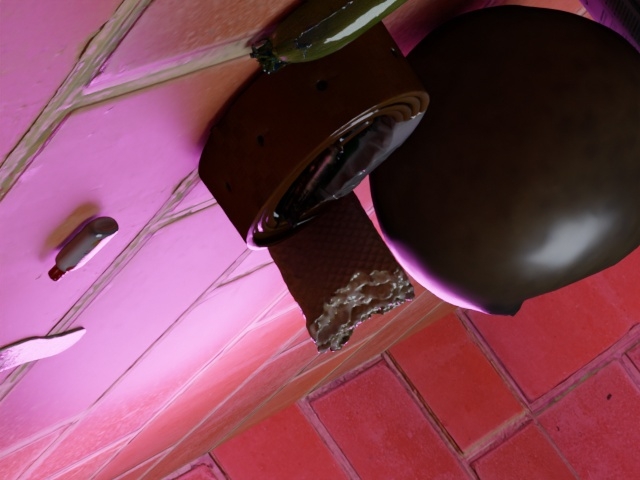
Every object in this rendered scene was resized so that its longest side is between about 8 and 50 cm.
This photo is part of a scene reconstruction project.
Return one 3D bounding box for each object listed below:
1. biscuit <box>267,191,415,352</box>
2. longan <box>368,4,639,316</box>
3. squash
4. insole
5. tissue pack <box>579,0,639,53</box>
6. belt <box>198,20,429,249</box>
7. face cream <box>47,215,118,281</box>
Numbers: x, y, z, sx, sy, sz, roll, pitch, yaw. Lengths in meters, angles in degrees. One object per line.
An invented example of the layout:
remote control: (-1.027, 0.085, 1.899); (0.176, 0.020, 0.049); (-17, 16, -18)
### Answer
biscuit: (0.000, 0.000, 1.647); (0.108, 0.239, 0.062); (-32, 137, 2)
longan: (0.195, -0.083, 1.673); (0.319, 0.319, 0.319); (-35, 171, -7)
squash: (0.025, -0.189, 1.342); (0.183, 0.052, 0.052); (-33, 171, 7)
insole: (-0.309, 0.119, 1.801); (0.065, 0.004, 0.197); (-39, 170, 19)
tissue pack: (0.317, -0.270, 1.673); (0.092, 0.148, 0.246); (-37, 172, 0)
belt: (-0.006, -0.097, 1.518); (0.184, 0.105, 0.261); (-28, 165, -29)
face cream: (-0.217, 0.009, 1.532); (0.083, 0.021, 0.040); (-41, 168, 32)
